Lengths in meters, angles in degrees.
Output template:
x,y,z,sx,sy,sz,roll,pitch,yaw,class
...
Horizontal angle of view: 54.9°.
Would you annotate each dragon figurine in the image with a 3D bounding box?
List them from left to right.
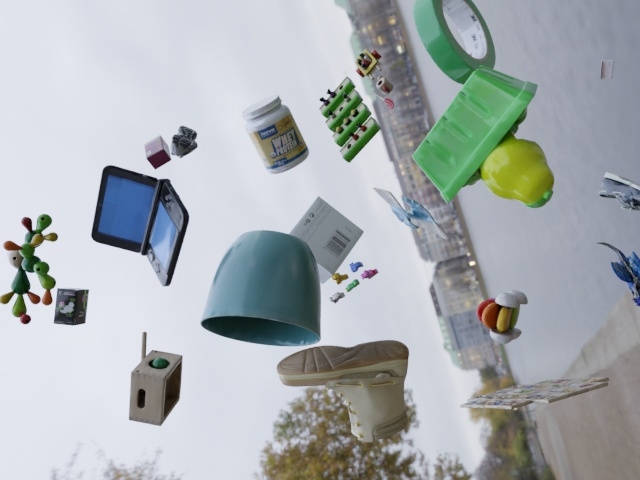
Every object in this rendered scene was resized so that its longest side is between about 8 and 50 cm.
x,y,z,sx,sy,sz,roll,pitch,yaw,class
0.991,0.094,1.975,0.144,0.085,0.289,27,-143,-54,dragon figurine

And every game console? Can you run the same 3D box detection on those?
x,y,z,sx,sy,sz,roll,pitch,yaw,class
-0.527,-0.035,1.780,0.173,0.293,0.250,-7,-134,-37,game console

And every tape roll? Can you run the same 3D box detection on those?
x,y,z,sx,sy,sz,roll,pitch,yaw,class
0.416,-0.642,1.895,0.321,0.077,0.321,20,-121,-38,tape roll

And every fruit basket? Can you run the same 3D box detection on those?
x,y,z,sx,sy,sz,roll,pitch,yaw,class
0.486,-0.248,1.685,0.283,0.392,0.392,-45,-62,-61,fruit basket

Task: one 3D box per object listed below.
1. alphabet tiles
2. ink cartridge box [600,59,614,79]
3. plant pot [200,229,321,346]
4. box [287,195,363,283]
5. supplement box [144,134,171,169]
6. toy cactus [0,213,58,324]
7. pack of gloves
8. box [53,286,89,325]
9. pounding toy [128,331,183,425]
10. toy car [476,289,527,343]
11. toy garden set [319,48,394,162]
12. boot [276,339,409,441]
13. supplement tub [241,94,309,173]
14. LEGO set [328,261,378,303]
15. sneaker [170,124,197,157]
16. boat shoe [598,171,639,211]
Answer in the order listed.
x,y,z,sx,sy,sz,roll,pitch,yaw,class
0.521,0.375,1.517,0.342,0.285,0.011,142,118,-68,alphabet tiles
0.727,-0.434,1.562,0.083,0.028,0.048,-30,-59,-59,ink cartridge box
-0.131,0.114,1.522,0.293,0.293,0.235,50,-138,-59,plant pot
0.000,0.000,1.853,0.182,0.181,0.119,37,156,-2,box
-0.436,-0.237,1.651,0.043,0.055,0.083,58,-176,-40,supplement box
-0.608,0.048,1.256,0.112,0.180,0.219,0,-80,-42,toy cactus
0.285,-0.074,1.992,0.232,0.195,0.046,43,-106,-41,pack of gloves
-0.580,0.153,1.435,0.062,0.052,0.083,20,-104,-84,box
-0.354,0.286,1.293,0.130,0.100,0.141,-63,-19,-74,pounding toy
0.573,0.235,1.970,0.182,0.136,0.159,-3,-76,-55,toy car
0.084,-0.329,1.433,0.049,0.204,0.244,28,-153,-35,toy garden set
0.050,0.311,1.237,0.095,0.262,0.203,-110,15,-65,boot
-0.134,-0.312,1.818,0.144,0.144,0.199,-81,-33,-63,supplement tub
0.100,0.150,2.401,0.093,0.227,0.087,13,-137,-58,LEGO set
-0.534,-0.362,2.390,0.101,0.106,0.267,25,-160,-13,sneaker
0.855,-0.123,1.694,0.254,0.095,0.079,-125,52,-66,boat shoe
